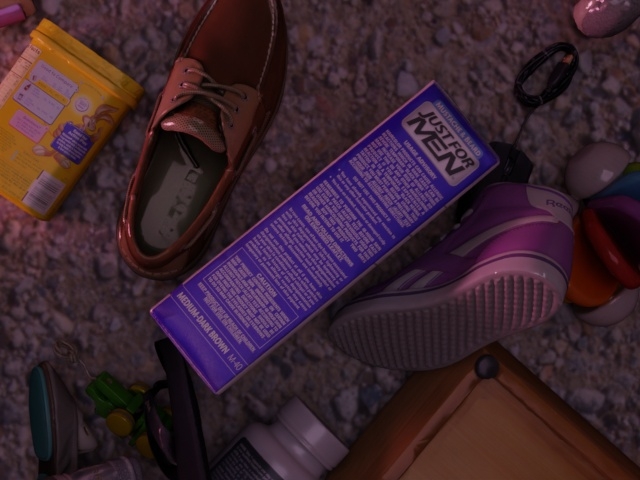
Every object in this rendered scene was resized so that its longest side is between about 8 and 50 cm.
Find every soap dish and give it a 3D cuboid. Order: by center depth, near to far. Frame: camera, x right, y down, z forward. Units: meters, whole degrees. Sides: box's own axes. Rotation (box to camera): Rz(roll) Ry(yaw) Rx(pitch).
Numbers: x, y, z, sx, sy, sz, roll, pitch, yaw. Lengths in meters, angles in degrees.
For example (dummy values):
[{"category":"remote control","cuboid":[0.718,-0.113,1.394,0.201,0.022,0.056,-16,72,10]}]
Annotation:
[{"category":"soap dish","cuboid":[0.187,0.256,1.088,0.291,0.118,0.229,41,85,-1]}]

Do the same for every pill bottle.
[{"category":"pill bottle","cuboid":[-0.061,0.247,1.072,0.180,0.108,0.108,-45,92,-5]}]

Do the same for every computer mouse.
[{"category":"computer mouse","cuboid":[0.216,-0.107,1.143,0.071,0.041,0.242,25,85,-3]}]

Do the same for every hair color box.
[{"category":"hair color box","cuboid":[0.000,0.000,1.048,0.339,0.185,0.110,-38,90,-6]}]

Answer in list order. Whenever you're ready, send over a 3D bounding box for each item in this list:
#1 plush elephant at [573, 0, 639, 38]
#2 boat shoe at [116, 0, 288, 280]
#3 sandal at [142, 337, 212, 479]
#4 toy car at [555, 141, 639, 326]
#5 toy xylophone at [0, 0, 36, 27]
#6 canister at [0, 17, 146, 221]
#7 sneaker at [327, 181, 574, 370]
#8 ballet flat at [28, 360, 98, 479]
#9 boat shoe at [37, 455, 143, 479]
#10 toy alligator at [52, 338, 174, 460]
[{"category":"plush elephant","cuboid":[0.289,-0.429,1.058,0.255,0.272,0.330,26,57,-17]},{"category":"boat shoe","cuboid":[-0.114,-0.112,1.075,0.122,0.120,0.324,18,87,-4]},{"category":"sandal","cuboid":[-0.140,0.192,1.013,0.054,0.097,0.254,-13,45,-5]},{"category":"toy car","cuboid":[0.302,-0.005,1.092,0.182,0.136,0.159,-42,99,-5]},{"category":"toy xylophone","cuboid":[-0.423,-0.358,1.076,0.236,0.081,0.323,-10,89,-5]},{"category":"canister","cuboid":[-0.278,-0.120,1.085,0.126,0.073,0.170,35,87,-3]},{"category":"sneaker","cuboid":[0.136,0.032,1.074,0.102,0.282,0.161,45,44,-27]},{"category":"ballet flat","cuboid":[-0.259,0.227,1.085,0.068,0.072,0.213,0,88,-32]},{"category":"boat shoe","cuboid":[-0.204,0.364,1.031,0.103,0.118,0.320,-15,107,-30]},{"category":"toy alligator","cuboid":[-0.205,0.174,1.093,0.189,0.056,0.051,38,126,-3]}]
